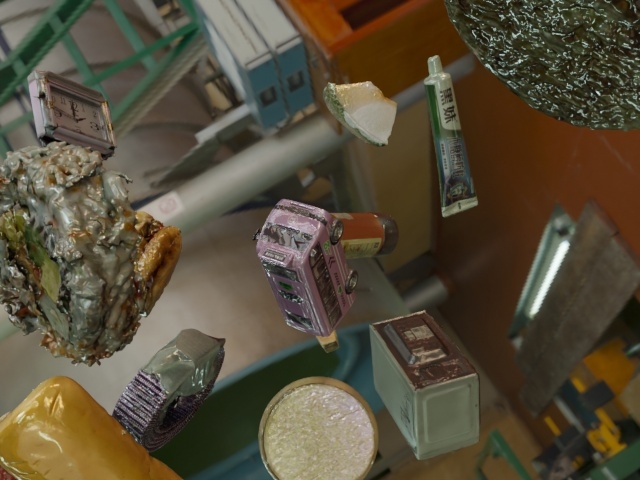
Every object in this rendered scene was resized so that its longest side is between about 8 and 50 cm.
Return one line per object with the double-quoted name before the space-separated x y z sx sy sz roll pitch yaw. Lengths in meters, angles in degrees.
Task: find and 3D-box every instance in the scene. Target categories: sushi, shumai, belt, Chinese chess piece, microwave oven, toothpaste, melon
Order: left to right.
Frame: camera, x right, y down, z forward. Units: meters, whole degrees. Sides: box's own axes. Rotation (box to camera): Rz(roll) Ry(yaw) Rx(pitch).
"sushi" -0.448 0.028 1.386 0.417 0.175 0.418 19 118 39
"belt" -0.335 0.332 1.774 0.122 0.260 0.325 32 -159 14
"Chinese chess piece" -0.004 0.442 1.785 0.270 0.270 0.112 59 179 4
"melon" 0.056 -0.264 1.496 0.202 0.093 0.139 42 -173 40
"microwave oven" 0.256 0.340 1.932 0.295 0.181 0.238 -124 25 -60
"toothpaste" 0.298 -0.240 1.864 0.061 0.098 0.392 -129 22 -64
"shumai" 0.382 -0.365 1.041 0.395 0.348 0.395 37 166 10

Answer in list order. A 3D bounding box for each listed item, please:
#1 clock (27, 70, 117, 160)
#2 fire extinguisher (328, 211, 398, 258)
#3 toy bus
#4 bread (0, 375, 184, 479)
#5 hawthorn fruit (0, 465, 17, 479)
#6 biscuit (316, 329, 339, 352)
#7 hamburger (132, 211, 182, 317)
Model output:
"clock" -0.650 -0.319 2.071 0.253 0.083 0.187 17 -128 -58
"fire extinguisher" 0.006 0.008 1.878 0.376 0.200 0.113 -2 -122 -47
"toy bus" -0.020 0.041 1.110 0.096 0.108 0.199 17 147 27
"bread" -0.287 0.313 1.043 0.305 0.142 0.091 49 -173 -22
"hawthorn fruit" -0.775 0.638 1.912 0.285 0.284 0.369 75 172 -63
"biscuit" -0.003 0.204 2.037 0.056 0.052 0.188 70 176 -48
"hamburger" -0.436 0.054 1.918 0.162 0.245 0.244 23 173 -4
